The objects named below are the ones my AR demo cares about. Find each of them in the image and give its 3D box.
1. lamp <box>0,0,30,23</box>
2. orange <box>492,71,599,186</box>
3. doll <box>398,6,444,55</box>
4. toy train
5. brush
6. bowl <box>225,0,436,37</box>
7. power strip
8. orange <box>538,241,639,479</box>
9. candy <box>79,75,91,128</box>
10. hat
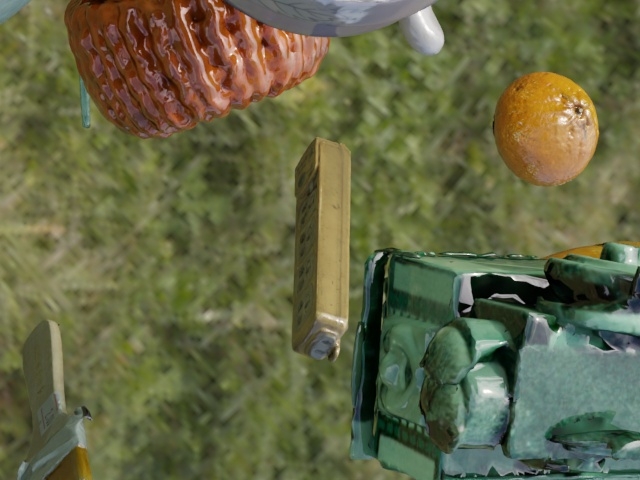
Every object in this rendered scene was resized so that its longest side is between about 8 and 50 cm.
[{"bbox_3d":[-0.167,-0.147,0.714,0.284,0.147,0.209,-39,-175,4],"label":"lamp"},{"bbox_3d":[0.266,-0.130,2.135,0.135,0.117,0.135,-1,93,-28],"label":"orange"},{"bbox_3d":[0.063,-0.359,2.035,0.242,0.159,0.311,-7,104,9],"label":"doll"},{"bbox_3d":[0.151,0.055,0.805,0.269,0.154,0.115,2,96,-25],"label":"toy train"},{"bbox_3d":[-0.234,0.148,1.558,0.020,0.336,0.085,38,100,-22],"label":"brush"},{"bbox_3d":[-0.004,-0.287,1.536,0.287,0.287,0.144,-25,165,-26],"label":"bowl"},{"bbox_3d":[0.000,0.000,1.837,0.044,0.305,0.064,20,133,-17],"label":"power strip"},{"bbox_3d":[0.235,0.116,1.421,0.246,0.246,0.246,-24,136,-26],"label":"orange"},{"bbox_3d":[-0.265,-0.282,2.011,0.092,0.093,0.335,-16,120,-35],"label":"candy"},{"bbox_3d":[-0.145,-0.319,1.828,0.285,0.285,0.400,-21,106,-29],"label":"hat"}]
